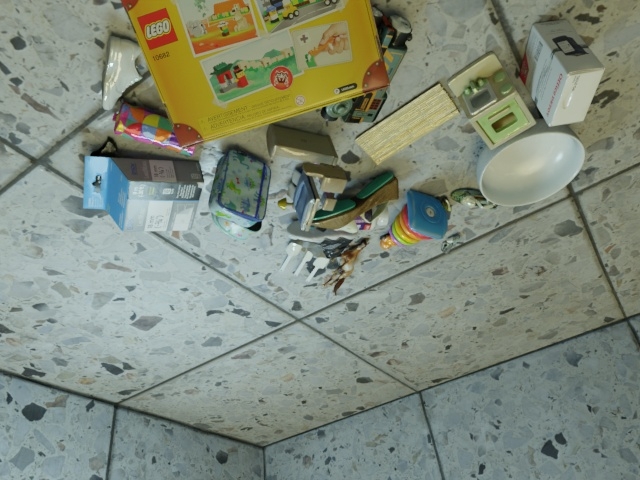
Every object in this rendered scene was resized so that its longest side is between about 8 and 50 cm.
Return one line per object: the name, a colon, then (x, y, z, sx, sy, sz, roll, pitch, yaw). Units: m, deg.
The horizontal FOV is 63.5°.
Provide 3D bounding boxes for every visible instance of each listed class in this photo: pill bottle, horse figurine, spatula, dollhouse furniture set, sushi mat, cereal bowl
pill bottle: (0.141, -0.091, 1.862, 0.194, 0.108, 0.108, -2, 141, -8)
horse figurine: (0.094, 0.111, 2.110, 0.174, 0.066, 0.263, -32, 152, -35)
spatula: (-0.077, 0.093, 2.074, 0.168, 0.019, 0.242, 21, 148, -9)
dollhouse furniture set: (-0.086, -0.155, 1.594, 0.198, 0.286, 0.303, 7, 128, -19)
sushi mat: (0.273, -0.358, 1.623, 0.317, 0.019, 0.151, -30, 136, 26)
cereal bowl: (0.674, -0.272, 1.708, 0.339, 0.141, 0.339, -5, 141, -4)

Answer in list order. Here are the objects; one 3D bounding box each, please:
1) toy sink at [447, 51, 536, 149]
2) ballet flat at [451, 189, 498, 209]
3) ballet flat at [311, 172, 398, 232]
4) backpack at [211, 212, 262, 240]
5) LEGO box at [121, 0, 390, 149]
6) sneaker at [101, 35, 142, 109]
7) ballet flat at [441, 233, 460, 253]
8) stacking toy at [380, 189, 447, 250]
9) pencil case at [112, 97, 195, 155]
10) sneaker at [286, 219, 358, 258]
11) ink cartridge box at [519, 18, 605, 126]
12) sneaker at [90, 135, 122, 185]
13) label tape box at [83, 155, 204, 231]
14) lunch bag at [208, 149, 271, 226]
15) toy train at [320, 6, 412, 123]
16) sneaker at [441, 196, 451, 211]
toy sink: (0.504, -0.403, 1.518, 0.153, 0.131, 0.234, -30, 136, 25)
ballet flat: (0.576, -0.147, 1.910, 0.188, 0.070, 0.070, 3, 141, -14)
ballet flat: (0.128, -0.103, 1.762, 0.342, 0.116, 0.124, -31, 115, -12)
backpack: (-0.275, -0.094, 1.714, 0.144, 0.188, 0.166, -31, 137, 26)
LEGO box: (-0.134, -0.463, 1.152, 0.500, 0.193, 0.372, -15, 111, 8)
sneaker: (-0.517, -0.423, 1.351, 0.094, 0.080, 0.212, 2, 141, -32)
ballet flat: (0.530, 0.012, 2.124, 0.041, 0.041, 0.114, 7, 139, -19)
stacking toy: (0.321, -0.038, 1.951, 0.166, 0.175, 0.302, 16, 147, -24)
pencil case: (-0.467, -0.317, 1.475, 0.236, 0.104, 0.104, 16, 136, -25)
sneaker: (0.000, 0.000, 1.956, 0.269, 0.101, 0.153, 0, 142, -11)
ink cartridge box: (0.641, -0.452, 1.395, 0.100, 0.237, 0.172, -8, 142, -1)
sneaker: (-0.668, -0.238, 1.573, 0.170, 0.051, 0.089, -30, 137, 18)
label tape box: (-0.559, -0.138, 1.625, 0.334, 0.106, 0.240, -2, 143, -27)
lunch bag: (-0.243, -0.162, 1.609, 0.176, 0.219, 0.090, 25, 150, -32)
toy train: (0.114, -0.457, 1.384, 0.190, 0.142, 0.334, -3, 141, -27)
sneaker: (0.466, -0.132, 1.934, 0.035, 0.031, 0.083, -19, 141, 13)
